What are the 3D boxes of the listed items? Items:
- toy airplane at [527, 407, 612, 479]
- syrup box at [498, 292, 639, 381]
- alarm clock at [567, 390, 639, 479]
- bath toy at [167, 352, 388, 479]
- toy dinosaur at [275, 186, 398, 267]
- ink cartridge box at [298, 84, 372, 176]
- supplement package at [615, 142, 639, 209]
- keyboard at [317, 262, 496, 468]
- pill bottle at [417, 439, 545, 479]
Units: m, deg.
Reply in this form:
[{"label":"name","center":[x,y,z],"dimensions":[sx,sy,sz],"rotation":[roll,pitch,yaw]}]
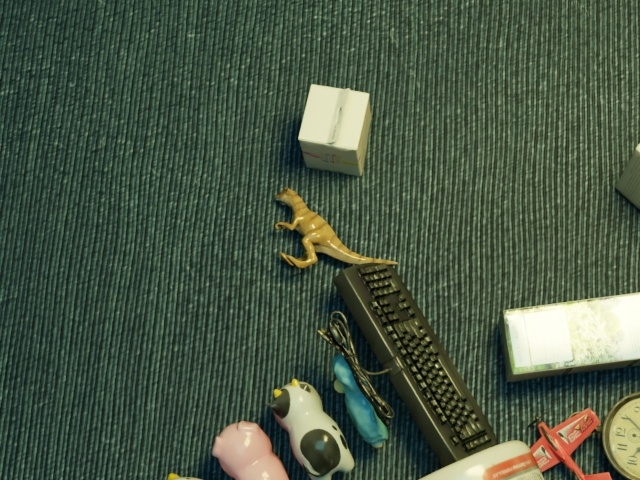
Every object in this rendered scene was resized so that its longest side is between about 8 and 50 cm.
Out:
[{"label":"toy airplane","center":[0.345,0.304,1.604],"dimensions":[0.151,0.028,0.151],"rotation":[-4,83,31]},{"label":"syrup box","center":[0.377,0.136,1.631],"dimensions":[0.236,0.096,0.093],"rotation":[-8,76,3]},{"label":"alarm clock","center":[0.439,0.271,1.602],"dimensions":[0.192,0.064,0.129],"rotation":[9,84,14]},{"label":"bath toy","center":[-0.083,0.298,1.612],"dimensions":[0.348,0.129,0.151],"rotation":[-33,40,-5]},{"label":"toy dinosaur","center":[0.000,0.000,1.721],"dimensions":[0.211,0.064,0.112],"rotation":[41,80,14]},{"label":"ink cartridge box","center":[0.023,-0.167,1.724],"dimensions":[0.089,0.143,0.092],"rotation":[10,75,8]},{"label":"supplement package","center":[0.594,-0.060,1.626],"dimensions":[0.177,0.175,0.293],"rotation":[-42,75,-8]},{"label":"keyboard","center":[0.113,0.173,1.617],"dimensions":[0.201,0.033,0.317],"rotation":[-15,67,-44]},{"label":"pill bottle","center":[0.248,0.463,1.492],"dimensions":[0.210,0.210,0.363],"rotation":[-23,74,-2]}]
